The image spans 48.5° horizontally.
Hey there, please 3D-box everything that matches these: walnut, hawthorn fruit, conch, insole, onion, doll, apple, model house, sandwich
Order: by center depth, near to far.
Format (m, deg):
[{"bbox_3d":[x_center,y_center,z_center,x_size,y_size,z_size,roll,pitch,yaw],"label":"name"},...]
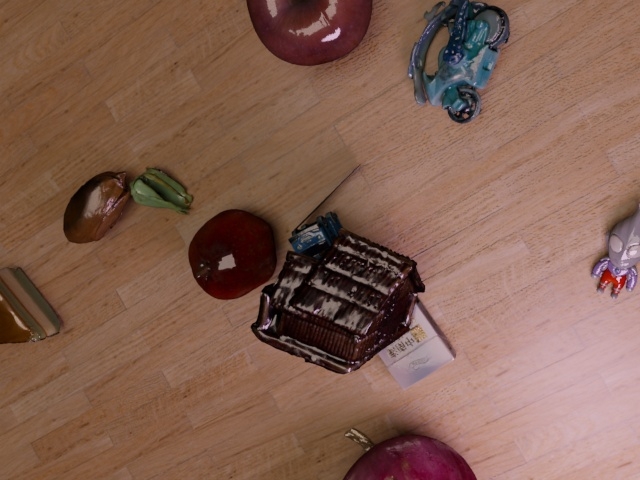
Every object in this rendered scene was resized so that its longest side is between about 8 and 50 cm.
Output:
[{"bbox_3d":[0.049,0.092,1.534,0.317,0.297,0.283,23,126,17],"label":"model house"},{"bbox_3d":[0.668,0.018,1.555,0.102,0.075,0.228,25,115,20],"label":"doll"},{"bbox_3d":[-0.024,-0.538,1.582,0.305,0.235,0.306,3,101,16],"label":"apple"},{"bbox_3d":[0.204,0.611,1.658,0.358,0.345,0.359,3,114,7],"label":"onion"},{"bbox_3d":[0.017,-0.103,1.711,0.232,0.080,0.003,-45,91,9],"label":"insole"},{"bbox_3d":[-0.223,0.037,1.717,0.215,0.249,0.215,16,117,33],"label":"hawthorn fruit"},{"bbox_3d":[-0.407,-0.130,1.826,0.170,0.079,0.106,18,108,-3],"label":"conch"},{"bbox_3d":[-0.582,-0.087,1.843,0.137,0.137,0.245,38,105,7],"label":"walnut"},{"bbox_3d":[-0.846,0.173,1.936,0.227,0.155,0.199,-5,96,15],"label":"sandwich"}]

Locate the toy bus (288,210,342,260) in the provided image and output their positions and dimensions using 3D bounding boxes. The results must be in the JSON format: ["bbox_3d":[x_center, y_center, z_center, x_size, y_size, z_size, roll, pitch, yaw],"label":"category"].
[{"bbox_3d":[0.000,0.000,1.672,0.090,0.184,0.106,-26,92,17],"label":"toy bus"}]

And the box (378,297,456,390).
[{"bbox_3d":[0.196,0.217,1.708,0.155,0.067,0.243,-37,86,18],"label":"box"}]

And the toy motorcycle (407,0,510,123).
[{"bbox_3d":[0.299,-0.404,1.569,0.206,0.154,0.260,29,109,33],"label":"toy motorcycle"}]
